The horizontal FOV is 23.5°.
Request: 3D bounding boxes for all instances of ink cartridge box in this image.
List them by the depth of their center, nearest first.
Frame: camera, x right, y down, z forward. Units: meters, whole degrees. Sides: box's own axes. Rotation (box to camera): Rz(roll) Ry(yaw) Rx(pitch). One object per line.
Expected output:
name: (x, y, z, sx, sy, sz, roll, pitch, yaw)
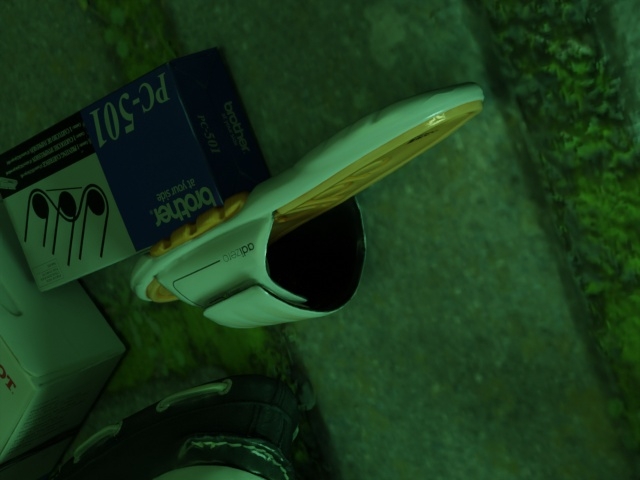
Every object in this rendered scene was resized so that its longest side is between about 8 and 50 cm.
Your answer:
ink cartridge box: (-0.124, -0.040, 0.968, 0.207, 0.046, 0.097, -20, 93, 45)
ink cartridge box: (-0.241, 0.092, 1.099, 0.148, 0.086, 0.203, 52, 132, 17)

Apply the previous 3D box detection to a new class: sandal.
sandal: (-0.007, 0.002, 0.833, 0.265, 0.102, 0.076, -31, 80, 43)

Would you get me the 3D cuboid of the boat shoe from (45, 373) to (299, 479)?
boat shoe: (-0.112, 0.165, 1.006, 0.114, 0.091, 0.302, 34, 143, -29)
